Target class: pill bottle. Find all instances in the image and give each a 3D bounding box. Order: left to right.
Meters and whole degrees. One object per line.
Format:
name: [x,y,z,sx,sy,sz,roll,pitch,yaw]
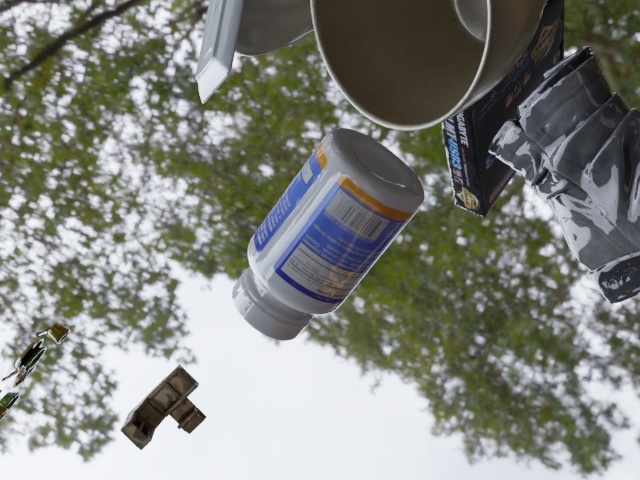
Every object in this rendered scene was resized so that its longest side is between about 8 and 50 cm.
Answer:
pill bottle: [0.000,0.000,1.266,0.152,0.152,0.272,-4,-43,-55]

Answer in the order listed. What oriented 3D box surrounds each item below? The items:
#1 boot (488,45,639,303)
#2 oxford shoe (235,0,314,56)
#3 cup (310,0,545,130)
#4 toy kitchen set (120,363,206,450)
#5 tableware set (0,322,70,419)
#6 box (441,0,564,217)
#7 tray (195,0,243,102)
boot: [0.291,-0.085,0.853,0.118,0.222,0.338,-36,-3,-35]
oxford shoe: [0.029,-0.455,1.632,0.449,0.130,0.169,-30,-58,-6]
cup: [0.181,-0.340,1.364,0.237,0.331,0.331,-21,-57,-39]
toy kitchen set: [-0.168,0.199,1.091,0.083,0.068,0.075,-44,6,2]
tableware set: [-0.369,0.168,1.213,0.154,0.024,0.104,-53,-1,8]
box: [0.315,-0.237,1.634,0.295,0.073,0.293,-50,-33,-22]
tray: [-0.154,-0.364,1.526,0.030,0.145,0.270,15,-107,-21]
